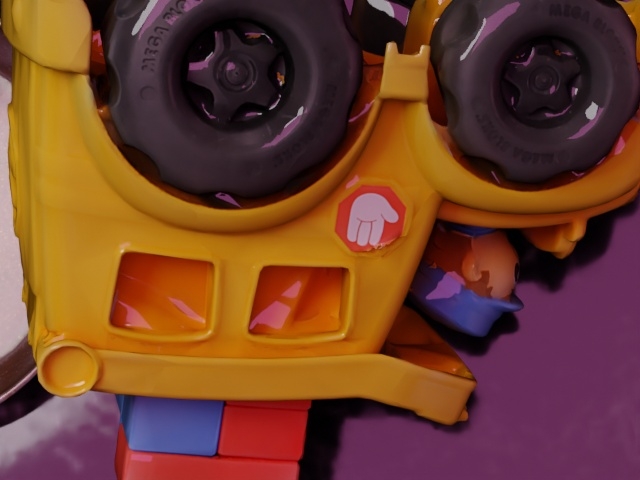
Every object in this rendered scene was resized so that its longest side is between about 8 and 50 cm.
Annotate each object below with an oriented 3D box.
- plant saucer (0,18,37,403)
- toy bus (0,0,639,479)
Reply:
[{"bbox_3d":[-0.161,-0.009,0.675,0.168,0.029,0.168,-1,82,5],"label":"plant saucer"},{"bbox_3d":[0.000,0.000,0.604,0.220,0.149,0.211,2,103,-13],"label":"toy bus"}]
